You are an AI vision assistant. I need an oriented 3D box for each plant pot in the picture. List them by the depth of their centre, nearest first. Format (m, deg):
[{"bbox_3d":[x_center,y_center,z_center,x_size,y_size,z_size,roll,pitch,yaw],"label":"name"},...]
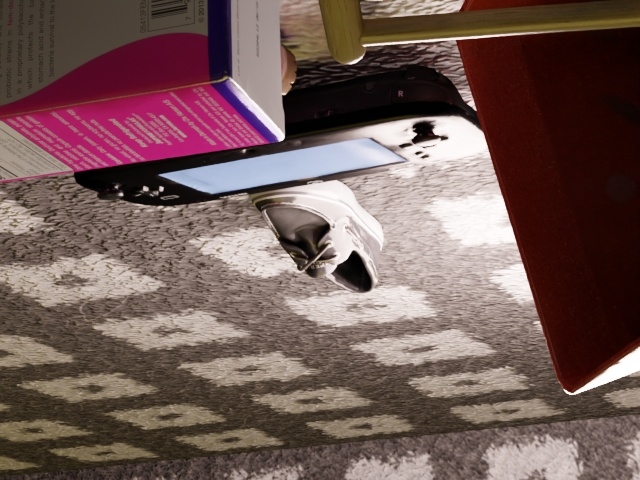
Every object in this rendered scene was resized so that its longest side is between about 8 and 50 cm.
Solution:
[{"bbox_3d":[0.252,-0.087,0.854,0.235,0.267,0.267,-12,164,-13],"label":"plant pot"}]

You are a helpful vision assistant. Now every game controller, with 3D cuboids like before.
[{"bbox_3d":[-0.030,-0.070,1.139,0.319,0.067,0.166,-8,161,20],"label":"game controller"}]

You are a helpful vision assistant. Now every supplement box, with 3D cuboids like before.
[{"bbox_3d":[-0.143,-0.116,0.910,0.220,0.111,0.114,-6,162,15],"label":"supplement box"}]

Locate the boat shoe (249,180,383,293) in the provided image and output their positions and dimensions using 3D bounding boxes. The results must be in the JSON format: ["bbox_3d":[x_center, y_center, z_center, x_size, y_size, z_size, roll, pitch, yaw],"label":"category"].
[{"bbox_3d":[0.000,0.000,1.342,0.080,0.076,0.228,-8,161,18],"label":"boat shoe"}]

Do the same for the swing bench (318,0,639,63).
[{"bbox_3d":[0.108,-0.202,0.587,0.253,0.165,0.255,-4,163,9],"label":"swing bench"}]

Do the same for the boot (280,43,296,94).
[{"bbox_3d":[-0.104,-0.114,1.020,0.158,0.059,0.084,-22,151,28],"label":"boot"}]
